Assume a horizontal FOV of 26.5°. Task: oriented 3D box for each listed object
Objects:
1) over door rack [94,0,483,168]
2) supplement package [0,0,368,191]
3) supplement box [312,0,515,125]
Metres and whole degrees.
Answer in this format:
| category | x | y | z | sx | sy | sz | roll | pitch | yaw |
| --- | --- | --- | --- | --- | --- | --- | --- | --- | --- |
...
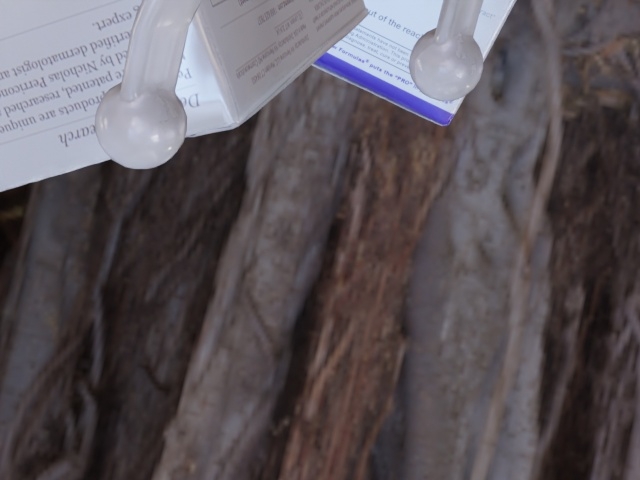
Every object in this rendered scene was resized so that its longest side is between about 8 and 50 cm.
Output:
| category | x | y | z | sx | sy | sz | roll | pitch | yaw |
| --- | --- | --- | --- | --- | --- | --- | --- | --- | --- |
| over door rack | 0.000 | 0.000 | 0.281 | 0.239 | 0.324 | 0.108 | -17 | 173 | -42 |
| supplement package | -0.141 | -0.097 | 0.503 | 0.262 | 0.145 | 0.204 | -14 | -165 | 17 |
| supplement box | 0.084 | -0.203 | 0.880 | 0.114 | 0.220 | 0.111 | 25 | -160 | -4 |
